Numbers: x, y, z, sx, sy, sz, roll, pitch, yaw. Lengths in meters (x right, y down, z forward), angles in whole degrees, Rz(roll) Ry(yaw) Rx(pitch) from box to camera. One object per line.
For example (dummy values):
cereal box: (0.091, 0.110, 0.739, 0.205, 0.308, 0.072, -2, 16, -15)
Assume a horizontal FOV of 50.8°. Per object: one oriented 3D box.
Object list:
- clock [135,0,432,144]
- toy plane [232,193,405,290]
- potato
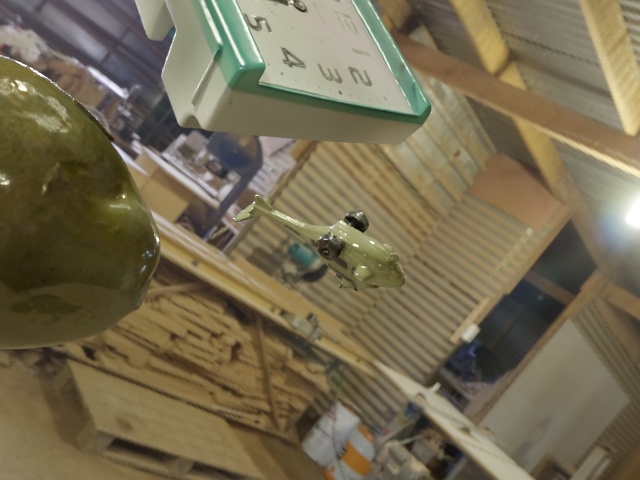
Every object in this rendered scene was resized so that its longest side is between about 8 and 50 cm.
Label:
clock: (-0.047, -0.201, 0.659, 0.231, 0.116, 0.262, 1, 55, -40)
toy plane: (0.000, 0.000, 1.002, 0.286, 0.092, 0.108, 30, -44, 18)
potato: (-0.218, -0.020, 0.456, 0.235, 0.178, 0.160, 33, 38, -25)
